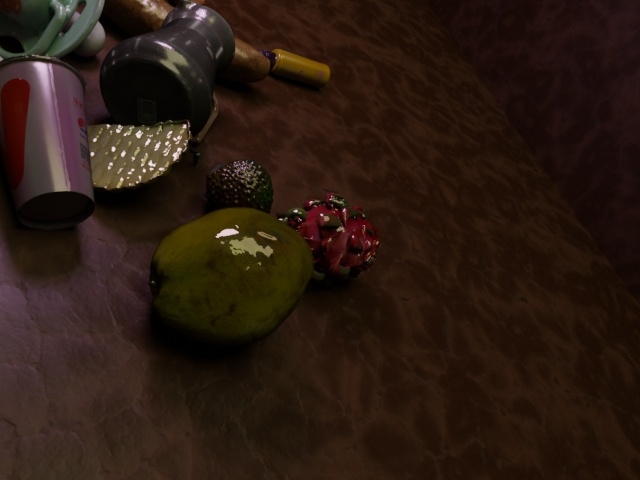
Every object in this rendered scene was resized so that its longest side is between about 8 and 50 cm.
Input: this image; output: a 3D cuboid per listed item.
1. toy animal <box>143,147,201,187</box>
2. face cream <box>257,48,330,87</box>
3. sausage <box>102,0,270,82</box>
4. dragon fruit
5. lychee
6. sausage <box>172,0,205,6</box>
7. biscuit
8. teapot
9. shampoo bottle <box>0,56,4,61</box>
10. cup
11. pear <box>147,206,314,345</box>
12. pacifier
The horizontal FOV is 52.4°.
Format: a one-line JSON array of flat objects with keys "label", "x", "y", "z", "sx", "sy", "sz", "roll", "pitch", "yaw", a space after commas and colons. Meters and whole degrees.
[{"label": "toy animal", "x": -0.355, "y": -0.176, "z": 1.435, "sx": 0.070, "sy": 0.079, "sz": 0.253, "roll": 56, "pitch": 39, "yaw": -2}, {"label": "face cream", "x": -0.100, "y": -0.545, "z": 2.026, "sx": 0.274, "sy": 0.078, "sz": 0.078, "roll": 9, "pitch": 48, "yaw": -35}, {"label": "sausage", "x": -0.369, "y": -0.552, "z": 1.762, "sx": 0.501, "sy": 0.123, "sz": 0.136, "roll": 25, "pitch": 75, "yaw": -21}, {"label": "dragon fruit", "x": 0.009, "y": 0.003, "z": 1.486, "sx": 0.198, "sy": 0.218, "sz": 0.273, "roll": 30, "pitch": 29, "yaw": 31}, {"label": "lychee", "x": -0.177, "y": -0.100, "z": 1.465, "sx": 0.171, "sy": 0.171, "sz": 0.171, "roll": 23, "pitch": 41, "yaw": -22}, {"label": "sausage", "x": -0.426, "y": -0.796, "z": 1.981, "sx": 0.105, "sy": 0.105, "sz": 0.274, "roll": 1, "pitch": 52, "yaw": -40}, {"label": "biscuit", "x": -0.404, "y": -0.171, "z": 1.337, "sx": 0.274, "sy": 0.036, "sz": 0.187, "roll": -1, "pitch": 55, "yaw": 0}, {"label": "teapot", "x": -0.334, "y": -0.383, "z": 1.541, "sx": 0.343, "sy": 0.254, "sz": 0.300, "roll": -72, "pitch": 153, "yaw": -49}, {"label": "shampoo bottle", "x": -0.698, "y": -0.351, "z": 1.344, "sx": 0.108, "sy": 0.051, "sz": 0.220, "roll": -8, "pitch": 58, "yaw": -44}, {"label": "cup", "x": -0.522, "y": -0.175, "z": 1.226, "sx": 0.203, "sy": 0.203, "sz": 0.288, "roll": 0, "pitch": 59, "yaw": -41}, {"label": "pear", "x": -0.166, "y": 0.066, "z": 1.232, "sx": 0.322, "sy": 0.269, "sz": 0.269, "roll": -10, "pitch": 58, "yaw": -30}, {"label": "pacifier", "x": -0.601, "y": -0.500, "z": 1.477, "sx": 0.343, "sy": 0.288, "sz": 0.269, "roll": 37, "pitch": -1, "yaw": 28}]
